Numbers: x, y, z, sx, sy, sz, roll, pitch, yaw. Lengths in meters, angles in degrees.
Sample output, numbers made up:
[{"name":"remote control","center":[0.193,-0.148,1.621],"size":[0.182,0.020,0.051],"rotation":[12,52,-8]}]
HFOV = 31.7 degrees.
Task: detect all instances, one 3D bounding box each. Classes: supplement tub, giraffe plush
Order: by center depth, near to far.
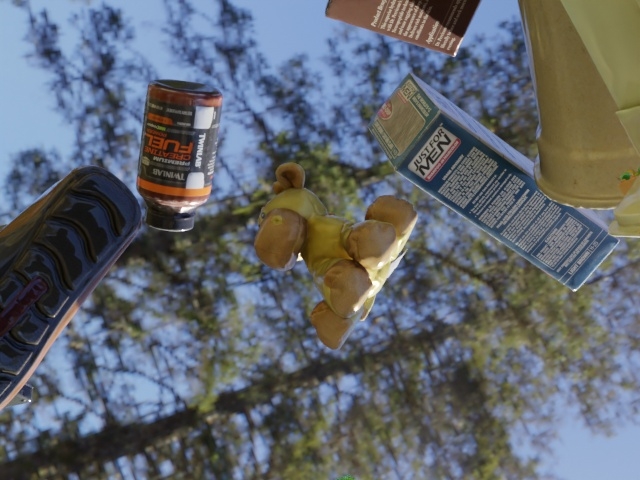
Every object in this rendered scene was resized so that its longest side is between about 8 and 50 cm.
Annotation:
[{"name":"giraffe plush","center":[0.000,0.000,1.298],"size":[0.171,0.210,0.181],"rotation":[30,-78,8]},{"name":"supplement tub","center":[-0.195,-0.115,1.544],"size":[0.106,0.106,0.197],"rotation":[25,-68,46]}]

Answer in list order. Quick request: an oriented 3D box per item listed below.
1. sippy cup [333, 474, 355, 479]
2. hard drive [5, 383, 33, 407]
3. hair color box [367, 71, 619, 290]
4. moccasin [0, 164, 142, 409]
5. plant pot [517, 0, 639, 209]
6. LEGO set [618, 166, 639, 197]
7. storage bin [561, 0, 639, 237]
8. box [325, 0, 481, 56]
[{"name":"sippy cup","center":[0.129,0.439,1.480],"size":[0.224,0.305,0.240],"rotation":[-40,-131,28]},{"name":"hard drive","center":[-0.398,0.155,1.243],"size":[0.094,0.135,0.022],"rotation":[-13,-121,26]},{"name":"hair color box","center":[0.243,-0.082,1.601],"size":[0.105,0.347,0.174],"rotation":[-51,-156,14]},{"name":"moccasin","center":[-0.338,0.074,1.124],"size":[0.139,0.380,0.147],"rotation":[41,-29,-15]},{"name":"plant pot","center":[0.381,-0.254,1.398],"size":[0.334,0.334,0.305],"rotation":[8,-51,52]},{"name":"LEGO set","center":[0.394,-0.106,1.077],"size":[0.107,0.132,0.287],"rotation":[45,-18,-22]},{"name":"storage bin","center":[0.201,-0.178,0.660],"size":[0.123,0.260,0.262],"rotation":[-12,-63,48]},{"name":"box","center":[0.133,-0.397,1.594],"size":[0.168,0.203,0.167],"rotation":[115,-10,-52]}]
